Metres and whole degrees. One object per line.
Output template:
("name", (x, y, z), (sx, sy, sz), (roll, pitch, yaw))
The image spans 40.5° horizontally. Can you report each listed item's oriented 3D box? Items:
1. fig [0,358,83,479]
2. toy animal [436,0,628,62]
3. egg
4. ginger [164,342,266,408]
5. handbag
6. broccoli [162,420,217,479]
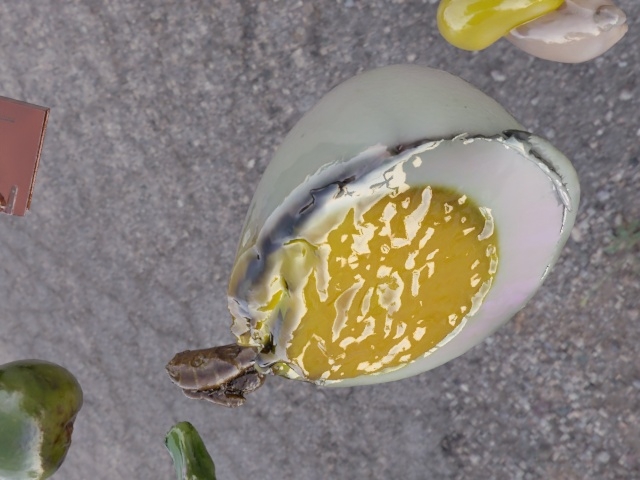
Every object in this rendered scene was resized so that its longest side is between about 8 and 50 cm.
("fig", (-0.443, 0.259, 1.278), (0.191, 0.181, 0.181), (8, 126, 14))
("toy animal", (0.379, -0.470, 1.523), (0.345, 0.247, 0.277), (10, 167, 7))
("egg", (0.048, -0.015, 0.710), (0.286, 0.264, 0.174), (-61, 36, 31))
("ginger", (-0.152, 0.213, 1.338), (0.162, 0.073, 0.103), (-11, 128, 13))
("handbag", (-0.534, -0.142, 1.445), (0.127, 0.063, 0.190), (14, 103, -11))
("broccoli", (-0.184, 0.440, 1.448), (0.304, 0.164, 0.145), (59, 174, 25))
